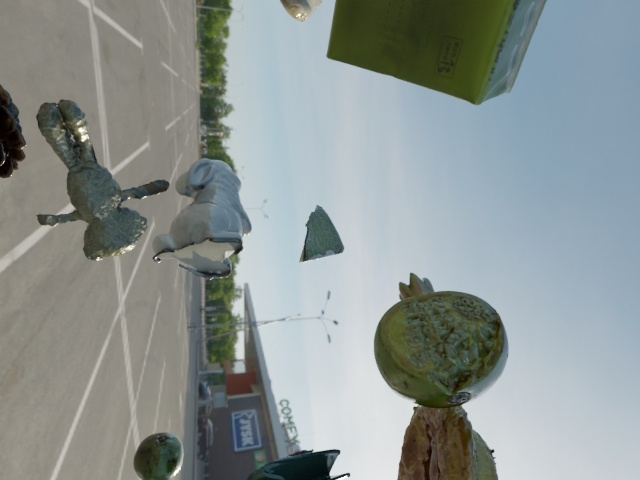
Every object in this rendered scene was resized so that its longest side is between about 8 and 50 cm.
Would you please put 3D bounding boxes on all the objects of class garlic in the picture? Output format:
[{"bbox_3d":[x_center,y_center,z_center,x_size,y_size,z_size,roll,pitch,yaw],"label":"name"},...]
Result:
[{"bbox_3d":[-0.028,-0.440,0.716,0.094,0.074,0.113,50,51,-48],"label":"garlic"}]

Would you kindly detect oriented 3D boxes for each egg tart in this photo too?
[{"bbox_3d":[0.336,0.629,1.082,0.443,0.177,0.444,-166,-90,-89],"label":"egg tart"}]

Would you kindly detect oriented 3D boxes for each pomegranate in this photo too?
[{"bbox_3d":[0.286,0.255,1.034,0.359,0.309,0.216,-101,173,-56],"label":"pomegranate"},{"bbox_3d":[-0.379,0.524,0.959,0.114,0.114,0.142,-155,-105,-73],"label":"pomegranate"}]

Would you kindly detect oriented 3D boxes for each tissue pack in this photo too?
[{"bbox_3d":[0.142,-0.312,0.426,0.200,0.167,0.275,29,-53,26],"label":"tissue pack"}]

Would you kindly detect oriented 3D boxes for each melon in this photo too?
[{"bbox_3d":[0.005,0.000,1.164,0.093,0.139,0.203,-46,-155,56],"label":"melon"}]

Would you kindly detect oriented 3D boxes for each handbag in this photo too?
[{"bbox_3d":[-0.108,0.554,0.822,0.327,0.238,0.089,-56,-130,19],"label":"handbag"}]

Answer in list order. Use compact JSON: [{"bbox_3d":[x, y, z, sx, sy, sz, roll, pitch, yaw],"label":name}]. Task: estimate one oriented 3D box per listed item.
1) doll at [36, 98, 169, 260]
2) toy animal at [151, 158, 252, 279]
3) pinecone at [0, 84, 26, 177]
[{"bbox_3d":[-0.397,-0.083,0.706,0.091,0.203,0.286,33,-11,29],"label":"doll"},{"bbox_3d":[-0.311,-0.087,1.137,0.194,0.257,0.358,-44,-137,39],"label":"toy animal"},{"bbox_3d":[-0.715,-0.202,0.758,0.292,0.245,0.247,-64,159,-72],"label":"pinecone"}]
